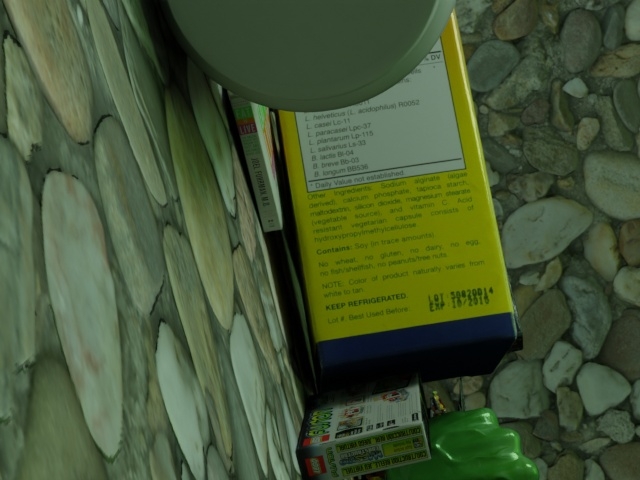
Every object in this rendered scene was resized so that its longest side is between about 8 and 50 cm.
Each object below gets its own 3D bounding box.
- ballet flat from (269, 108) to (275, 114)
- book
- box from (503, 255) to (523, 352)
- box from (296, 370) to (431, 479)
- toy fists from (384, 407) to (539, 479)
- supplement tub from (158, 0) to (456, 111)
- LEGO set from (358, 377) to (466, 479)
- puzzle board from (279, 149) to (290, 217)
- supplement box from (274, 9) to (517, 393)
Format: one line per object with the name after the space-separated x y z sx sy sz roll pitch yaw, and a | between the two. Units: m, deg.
0.009 -0.310 1.800 0.147 0.147 0.408 70 20 -55 | ballet flat
-0.062 -0.093 1.420 0.096 0.035 0.144 -94 172 -60 | book
0.154 0.101 2.112 0.142 0.247 0.163 58 19 -73 | box
0.042 0.170 1.358 0.207 0.114 0.036 -66 142 -82 | box
0.154 0.299 1.391 0.096 0.142 0.279 65 12 -71 | toy fists
-0.008 -0.228 1.171 0.325 0.235 0.235 -83 158 -78 | supplement tub
0.131 0.137 1.801 0.255 0.192 0.331 75 11 -66 | LEGO set
-0.029 -0.041 1.790 0.128 0.011 0.096 -100 174 -48 | puzzle board
0.065 -0.037 1.513 0.195 0.194 0.356 93 -11 -75 | supplement box
